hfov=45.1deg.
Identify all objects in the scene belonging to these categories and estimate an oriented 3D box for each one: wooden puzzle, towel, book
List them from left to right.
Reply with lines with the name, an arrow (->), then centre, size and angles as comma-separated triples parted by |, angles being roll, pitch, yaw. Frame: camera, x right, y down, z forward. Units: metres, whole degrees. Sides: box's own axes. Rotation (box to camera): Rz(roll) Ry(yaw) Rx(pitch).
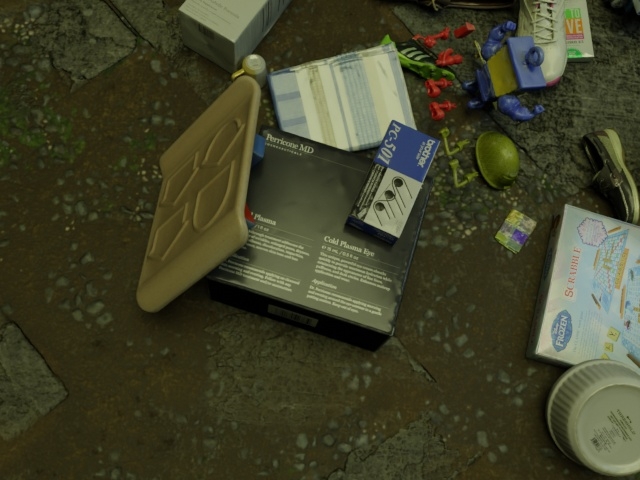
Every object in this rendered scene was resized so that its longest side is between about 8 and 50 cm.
wooden puzzle -> -0.200, -0.074, 1.365 | 0.080, 0.322, 0.347 | 24, 48, -32
towel -> 0.046, -0.282, 1.594 | 0.285, 0.034, 0.209 | -14, 85, -4
towel -> 0.399, -0.021, 1.576 | 0.060, 0.009, 0.083 | 36, 73, 5
book -> 0.551, -0.467, 1.722 | 0.096, 0.035, 0.144 | -2, 73, 0

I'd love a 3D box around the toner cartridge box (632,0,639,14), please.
toner cartridge box -> 0.834, -0.573, 1.707 | 0.348, 0.075, 0.165 | -1, 70, -24

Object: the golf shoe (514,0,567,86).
golf shoe -> 0.471, -0.483, 1.651 | 0.115, 0.140, 0.306 | -3, 75, 13

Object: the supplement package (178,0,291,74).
supplement package -> -0.168, -0.498, 1.607 | 0.139, 0.134, 0.244 | 31, 72, 4

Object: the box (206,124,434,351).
box -> 0.000, 0.000, 1.442 | 0.343, 0.179, 0.312 | 18, 72, 0

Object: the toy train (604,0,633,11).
toy train -> 0.679, -0.609, 1.756 | 0.105, 0.080, 0.184 | -16, 78, -1

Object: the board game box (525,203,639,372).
board game box -> 0.593, 0.123, 1.519 | 0.318, 0.066, 0.318 | 18, 72, 0

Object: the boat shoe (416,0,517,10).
boat shoe -> 0.276, -0.558, 1.682 | 0.324, 0.116, 0.096 | -3, 70, -12

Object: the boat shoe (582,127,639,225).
boat shoe -> 0.598, -0.129, 1.597 | 0.073, 0.080, 0.223 | -8, 67, 1

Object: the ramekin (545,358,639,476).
ramekin -> 0.524, 0.326, 1.392 | 0.207, 0.109, 0.207 | 0, 94, 0

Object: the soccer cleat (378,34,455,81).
soccer cleat -> 0.209, -0.392, 1.650 | 0.179, 0.060, 0.072 | 21, 70, 4

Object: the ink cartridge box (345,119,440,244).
ink cartridge box -> 0.129, -0.104, 1.372 | 0.097, 0.046, 0.207 | 25, 71, 1

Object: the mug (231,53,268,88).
mug -> -0.142, -0.349, 1.599 | 0.062, 0.064, 0.078 | 27, 72, 3

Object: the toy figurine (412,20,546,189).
toy figurine -> 0.353, -0.300, 1.523 | 0.191, 0.217, 0.362 | -6, 79, -33
